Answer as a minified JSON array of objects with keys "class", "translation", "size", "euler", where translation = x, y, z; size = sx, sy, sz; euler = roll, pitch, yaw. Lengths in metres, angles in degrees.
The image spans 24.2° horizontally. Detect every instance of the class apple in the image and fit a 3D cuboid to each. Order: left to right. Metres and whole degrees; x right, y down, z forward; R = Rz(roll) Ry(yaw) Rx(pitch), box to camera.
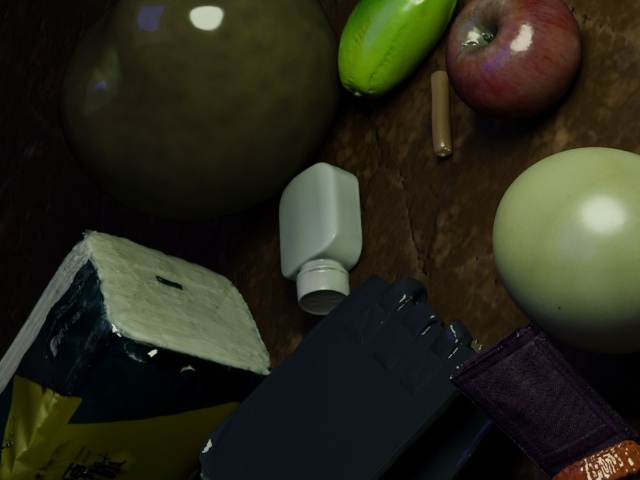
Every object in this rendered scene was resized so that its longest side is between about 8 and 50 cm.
[{"class":"apple","translation":[0.217,-0.206,1.647],"size":[0.153,0.120,0.153],"euler":[-27,50,38]}]

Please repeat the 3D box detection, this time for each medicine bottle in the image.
[{"class":"medicine bottle","translation":[0.000,0.000,1.885],"size":[0.119,0.069,0.183],"euler":[-36,44,40]}]

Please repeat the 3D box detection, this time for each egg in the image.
[{"class":"egg","translation":[0.259,0.006,1.403],"size":[0.188,0.188,0.253],"euler":[-64,23,6]}]

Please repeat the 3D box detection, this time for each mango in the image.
[{"class":"mango","translation":[0.101,-0.283,1.863],"size":[0.125,0.111,0.233],"euler":[44,111,48]}]

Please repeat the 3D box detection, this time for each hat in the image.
[{"class":"hat","translation":[0.274,0.272,1.345],"size":[0.112,0.093,0.162],"euler":[-50,55,42]}]

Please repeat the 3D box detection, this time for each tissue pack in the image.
[{"class":"tissue pack","translation":[-0.297,0.231,2.000],"size":[0.416,0.264,0.253],"euler":[-53,37,22]}]

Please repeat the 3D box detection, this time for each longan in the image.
[{"class":"longan","translation":[-0.151,-0.204,1.948],"size":[0.404,0.404,0.336],"euler":[-44,61,32]}]

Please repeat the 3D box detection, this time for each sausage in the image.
[{"class":"sausage","translation":[0.147,-0.151,1.801],"size":[0.026,0.026,0.116],"euler":[-31,49,43]}]

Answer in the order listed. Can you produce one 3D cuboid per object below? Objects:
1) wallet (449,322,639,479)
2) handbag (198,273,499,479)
[{"class":"wallet","translation":[0.214,0.161,1.415],"size":[0.111,0.166,0.030],"euler":[-37,12,41]},{"class":"handbag","translation":[0.046,0.204,1.597],"size":[0.329,0.122,0.303],"euler":[-48,26,-2]}]
